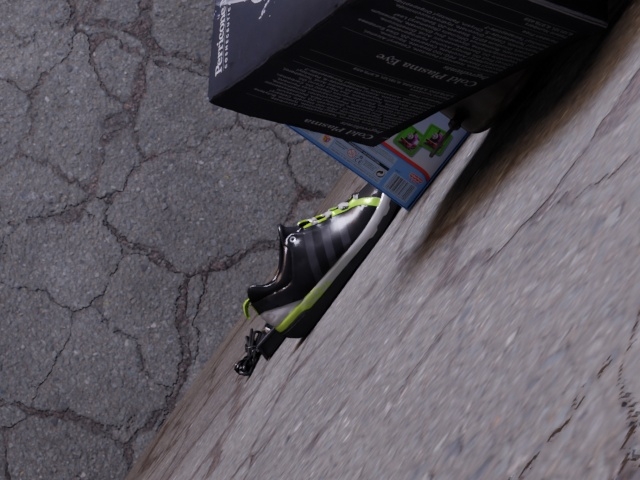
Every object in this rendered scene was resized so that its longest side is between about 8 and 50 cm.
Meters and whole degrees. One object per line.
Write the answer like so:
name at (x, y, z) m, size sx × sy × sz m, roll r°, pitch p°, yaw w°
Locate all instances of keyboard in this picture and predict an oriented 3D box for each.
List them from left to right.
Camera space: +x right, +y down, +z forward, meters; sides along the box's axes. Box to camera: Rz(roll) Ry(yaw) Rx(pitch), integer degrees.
keyboard at (-0.057, 0.102, 1.866) m, size 0.201 × 0.033 × 0.317 m, roll -54°, pitch 2°, yaw 10°

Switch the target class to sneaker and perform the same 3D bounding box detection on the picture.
sneaker at (0.000, 0.000, 1.501) m, size 0.235 × 0.097 × 0.084 m, roll -54°, pitch 4°, yaw -6°

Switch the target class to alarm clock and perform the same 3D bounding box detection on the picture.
alarm clock at (0.146, -0.140, 1.177) m, size 0.192 × 0.064 × 0.129 m, roll -53°, pitch 3°, yaw -25°

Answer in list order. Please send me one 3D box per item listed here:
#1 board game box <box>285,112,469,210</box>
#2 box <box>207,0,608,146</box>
board game box at (0.086, -0.157, 1.346) m, size 0.211 × 0.160 × 0.039 m, roll -52°, pitch 8°, yaw 24°
box at (0.063, -0.292, 1.095) m, size 0.312 × 0.179 × 0.343 m, roll -25°, pitch 57°, yaw 56°
